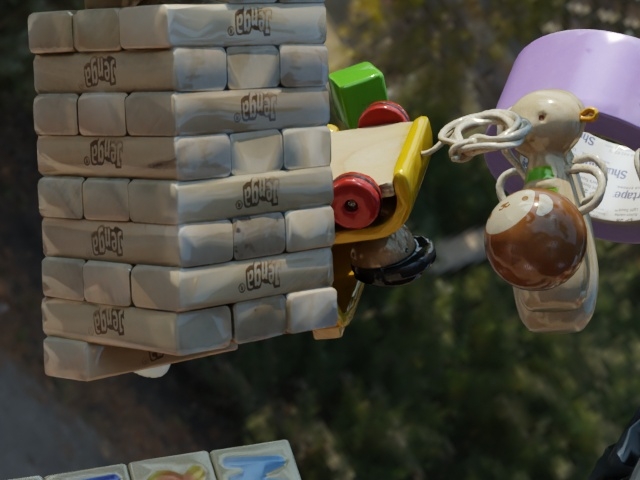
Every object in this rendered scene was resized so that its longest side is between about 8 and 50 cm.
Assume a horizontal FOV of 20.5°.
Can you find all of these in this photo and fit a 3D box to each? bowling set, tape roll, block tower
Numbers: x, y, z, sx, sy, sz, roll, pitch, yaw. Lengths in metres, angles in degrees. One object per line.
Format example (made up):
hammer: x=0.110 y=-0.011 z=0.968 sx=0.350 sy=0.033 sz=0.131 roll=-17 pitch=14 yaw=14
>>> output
bowling set: x=0.176 y=-0.042 z=0.966 sx=0.200 sy=0.287 sz=0.154 roll=12 pitch=73 yaw=-50
tape roll: x=0.234 y=-0.082 z=1.449 sx=0.189 sy=0.189 sz=0.080 roll=46 pitch=56 yaw=-39
block tower: x=-0.059 y=-0.112 z=0.724 sx=0.091 sy=0.097 sz=0.335 roll=-7 pitch=99 yaw=-45

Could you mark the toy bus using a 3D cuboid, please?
toy bus: x=-0.010 y=-0.001 z=0.915 sx=0.202 sy=0.191 sz=0.104 roll=27 pitch=-43 yaw=54

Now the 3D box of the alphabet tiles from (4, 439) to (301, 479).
alphabet tiles: x=-0.092 y=0.253 z=1.109 sx=0.011 sy=0.342 sz=0.285 roll=101 pitch=-24 yaw=-46

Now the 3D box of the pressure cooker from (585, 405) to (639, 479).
pressure cooker: x=0.346 y=0.212 z=0.734 sx=0.420 sy=0.375 sz=0.370 roll=8 pitch=-45 yaw=49

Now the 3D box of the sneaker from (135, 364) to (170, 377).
sneaker: x=-0.160 y=0.036 z=1.495 sx=0.058 sy=0.085 sz=0.152 roll=1 pitch=38 yaw=-38
